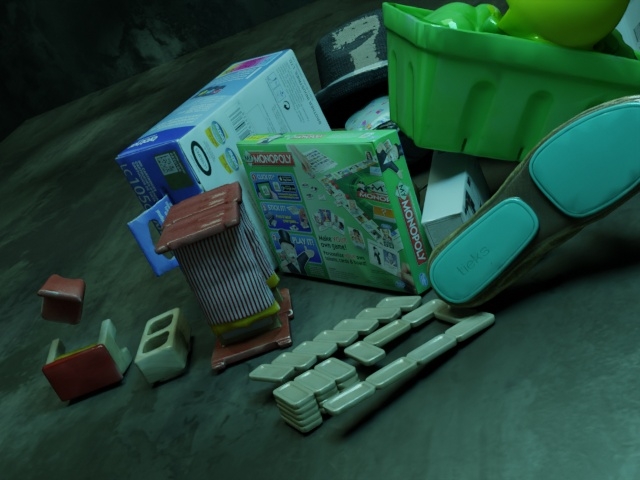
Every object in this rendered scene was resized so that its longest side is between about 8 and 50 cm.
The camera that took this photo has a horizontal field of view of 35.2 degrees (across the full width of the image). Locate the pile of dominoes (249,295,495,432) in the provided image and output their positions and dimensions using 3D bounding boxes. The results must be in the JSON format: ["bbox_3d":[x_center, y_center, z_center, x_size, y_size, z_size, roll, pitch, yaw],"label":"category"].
[{"bbox_3d":[0.059,0.142,1.205,0.251,0.040,0.196,-26,19,-24],"label":"pile of dominoes"}]

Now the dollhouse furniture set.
[{"bbox_3d":[-0.239,0.091,1.390,0.374,0.201,0.152,-22,22,9],"label":"dollhouse furniture set"}]

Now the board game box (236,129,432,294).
[{"bbox_3d":[0.016,-0.045,1.395,0.046,0.213,0.317,-28,20,-31],"label":"board game box"}]

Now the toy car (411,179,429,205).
[{"bbox_3d":[0.093,-0.072,1.499,0.188,0.149,0.155,-27,9,-35],"label":"toy car"}]

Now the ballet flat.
[{"bbox_3d":[0.271,-0.043,1.178,0.342,0.116,0.124,-45,-14,21],"label":"ballet flat"}]

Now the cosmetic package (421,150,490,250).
[{"bbox_3d":[0.189,-0.045,1.371,0.060,0.099,0.239,-15,25,18],"label":"cosmetic package"}]

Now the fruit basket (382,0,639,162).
[{"bbox_3d":[0.284,-0.290,1.334,0.392,0.392,0.283,-26,22,0],"label":"fruit basket"}]

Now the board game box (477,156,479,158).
[{"bbox_3d":[0.297,-0.191,1.656,0.201,0.035,0.136,-20,23,14],"label":"board game box"}]

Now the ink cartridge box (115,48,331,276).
[{"bbox_3d":[-0.140,-0.097,1.609,0.151,0.270,0.395,-10,27,38],"label":"ink cartridge box"}]

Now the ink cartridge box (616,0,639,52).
[{"bbox_3d":[0.452,-0.392,1.672,0.168,0.233,0.171,-4,30,42],"label":"ink cartridge box"}]

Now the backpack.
[{"bbox_3d":[0.112,-0.176,1.720,0.152,0.115,0.182,-26,19,6],"label":"backpack"}]

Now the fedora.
[{"bbox_3d":[0.110,-0.325,1.843,0.334,0.152,0.334,-16,-10,-3],"label":"fedora"}]
